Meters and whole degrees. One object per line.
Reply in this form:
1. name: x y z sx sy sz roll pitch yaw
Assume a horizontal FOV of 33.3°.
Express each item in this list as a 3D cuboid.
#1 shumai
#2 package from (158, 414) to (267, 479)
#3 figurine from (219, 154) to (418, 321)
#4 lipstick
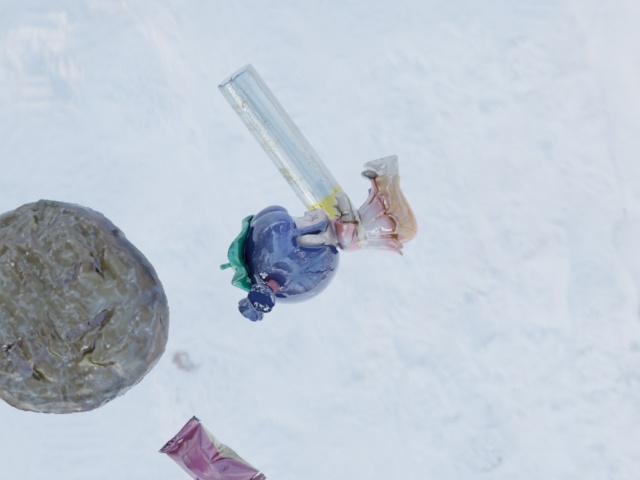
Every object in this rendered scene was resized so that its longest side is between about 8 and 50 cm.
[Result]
1. shumai: -0.151 0.048 0.645 0.123 0.139 0.105 -57 140 -18
2. package: -0.089 0.186 0.891 0.083 0.029 0.059 41 123 -1
3. figurine: 0.000 0.000 1.003 0.195 0.111 0.102 -22 79 -3
4. lipstick: -0.041 -0.120 1.456 0.059 0.059 0.264 -35 107 3
